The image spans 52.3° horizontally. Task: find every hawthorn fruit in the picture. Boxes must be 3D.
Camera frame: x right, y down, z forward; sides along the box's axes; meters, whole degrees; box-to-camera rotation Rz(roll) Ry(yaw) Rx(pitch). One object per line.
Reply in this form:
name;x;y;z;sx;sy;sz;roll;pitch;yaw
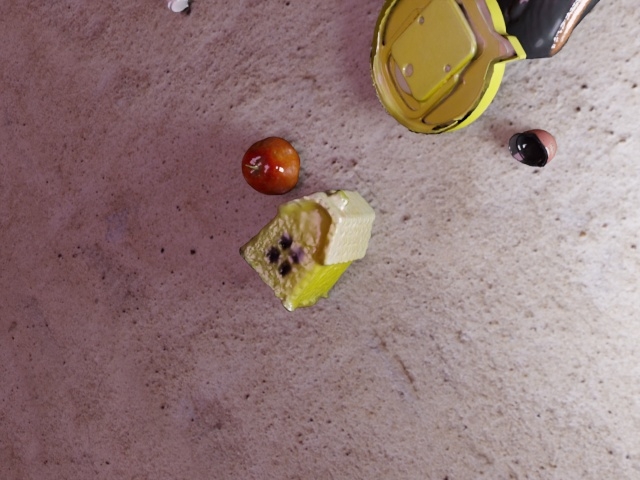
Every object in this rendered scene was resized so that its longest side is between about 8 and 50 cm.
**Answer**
hawthorn fruit;-0.107;-0.147;1.346;0.125;0.140;0.125;17;137;17

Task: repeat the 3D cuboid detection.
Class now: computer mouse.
computer mouse;0.377;-0.436;1.030;0.183;0.116;0.323;48;117;22

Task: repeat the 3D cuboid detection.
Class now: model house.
model house;0.000;0.000;1.260;0.234;0.193;0.175;-42;75;25

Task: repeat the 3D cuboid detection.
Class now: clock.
clock;0.209;-0.330;1.140;0.293;0.071;0.277;-30;78;49

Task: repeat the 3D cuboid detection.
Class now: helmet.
helmet;0.367;-0.162;1.106;0.084;0.049;0.065;30;147;51

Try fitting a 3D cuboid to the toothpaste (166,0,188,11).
toothpaste;-0.391;-0.652;1.487;0.314;0.058;0.056;61;163;14
